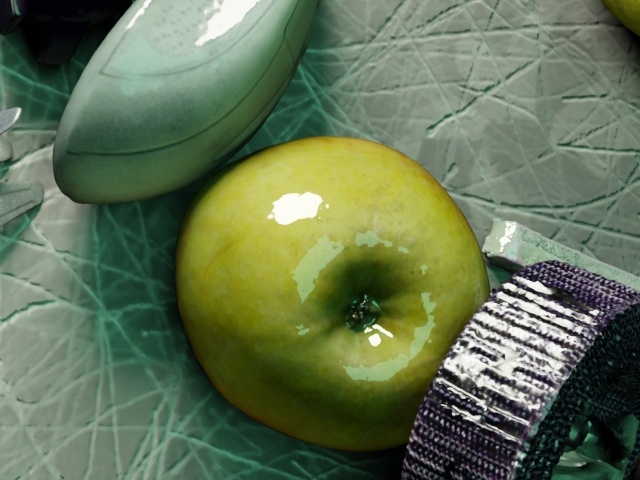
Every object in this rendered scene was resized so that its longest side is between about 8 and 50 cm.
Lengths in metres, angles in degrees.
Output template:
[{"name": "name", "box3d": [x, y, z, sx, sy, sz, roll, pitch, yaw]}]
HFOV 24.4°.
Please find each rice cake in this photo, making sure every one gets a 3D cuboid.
[{"name": "rice cake", "box3d": [0.244, 0.035, 1.341, 0.211, 0.034, 0.043, 22, 71, -15]}]

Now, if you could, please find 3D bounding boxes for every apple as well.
[{"name": "apple", "box3d": [0.011, 0.039, 1.163, 0.261, 0.194, 0.261, 0, 91, -15]}]

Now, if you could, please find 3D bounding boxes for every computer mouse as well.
[{"name": "computer mouse", "box3d": [-0.070, -0.166, 1.177, 0.122, 0.188, 0.371, 31, 68, 4]}]

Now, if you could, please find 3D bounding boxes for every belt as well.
[{"name": "belt", "box3d": [0.175, 0.149, 1.159, 0.122, 0.325, 0.260, 24, 95, 25]}]

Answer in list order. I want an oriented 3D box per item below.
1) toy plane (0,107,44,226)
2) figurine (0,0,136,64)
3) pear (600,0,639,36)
[{"name": "toy plane", "box3d": [-0.310, -0.003, 1.083, 0.212, 0.088, 0.267, 48, 51, -45]}, {"name": "figurine", "box3d": [-0.213, -0.292, 1.178, 0.308, 0.143, 0.308, 0, 74, -1]}, {"name": "pear", "box3d": [0.357, -0.295, 1.333, 0.269, 0.269, 0.321, -5, 69, -21]}]
